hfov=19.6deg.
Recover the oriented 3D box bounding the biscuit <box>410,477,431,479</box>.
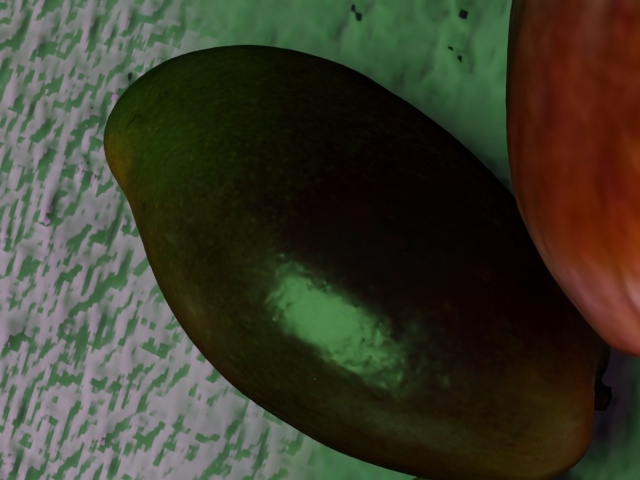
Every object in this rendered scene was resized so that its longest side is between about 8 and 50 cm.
[{"bbox_3d":[0.075,0.293,0.649,0.368,0.076,0.394,-53,56,21],"label":"biscuit"}]

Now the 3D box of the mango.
[{"bbox_3d":[0.000,0.000,0.712,0.133,0.111,0.267,-33,49,-20],"label":"mango"}]

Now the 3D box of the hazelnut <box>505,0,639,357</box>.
[{"bbox_3d":[0.150,-0.050,0.562,0.214,0.214,0.176,0,40,38],"label":"hazelnut"}]
